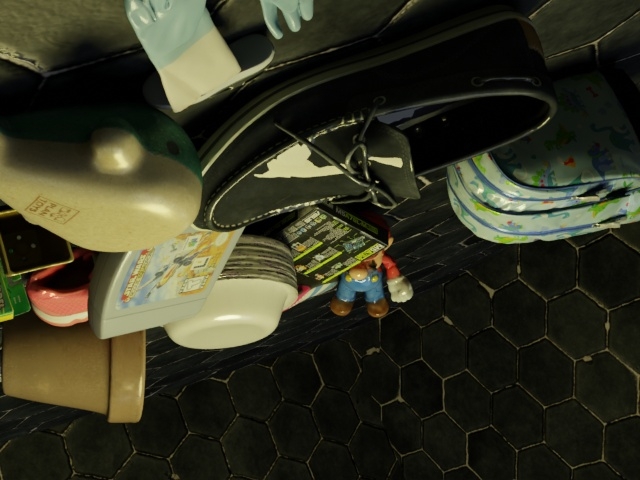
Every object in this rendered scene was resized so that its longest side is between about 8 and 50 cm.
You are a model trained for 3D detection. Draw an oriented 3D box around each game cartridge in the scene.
[{"bbox_3d":[-0.216,0.022,1.166,0.198,0.062,0.297,-15,145,-46],"label":"game cartridge"}]

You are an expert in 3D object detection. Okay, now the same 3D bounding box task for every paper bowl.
[{"bbox_3d":[-0.182,0.105,1.512,0.284,0.148,0.284,-7,158,-3],"label":"paper bowl"}]

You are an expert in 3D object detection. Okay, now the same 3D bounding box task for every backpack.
[{"bbox_3d":[0.386,-0.137,1.398,0.356,0.290,0.273,-17,160,6],"label":"backpack"}]

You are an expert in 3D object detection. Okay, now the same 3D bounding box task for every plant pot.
[{"bbox_3d":[-0.374,0.003,1.058,0.082,0.081,0.083,-15,178,-30],"label":"plant pot"},{"bbox_3d":[-0.427,0.188,1.432,0.229,0.263,0.263,1,160,-18],"label":"plant pot"}]

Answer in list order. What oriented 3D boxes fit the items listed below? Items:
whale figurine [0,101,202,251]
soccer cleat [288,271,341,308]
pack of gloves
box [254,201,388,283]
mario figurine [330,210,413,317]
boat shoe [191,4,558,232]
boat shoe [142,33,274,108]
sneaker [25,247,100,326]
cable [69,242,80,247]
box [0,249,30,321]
[{"bbox_3d":[-0.250,-0.087,0.837,0.272,0.141,0.216,18,150,-34],"label":"whale figurine"},{"bbox_3d":[-0.075,0.108,1.916,0.331,0.116,0.143,-17,166,-23],"label":"soccer cleat"},{"bbox_3d":[-0.079,-0.224,0.725,0.195,0.046,0.232,-36,168,-7],"label":"pack of gloves"},{"bbox_3d":[0.000,0.000,1.569,0.184,0.045,0.191,25,139,-33],"label":"box"},{"bbox_3d":[0.079,0.076,1.761,0.198,0.170,0.320,-28,147,-16],"label":"mario figurine"},{"bbox_3d":[0.059,-0.122,1.018,0.500,0.156,0.186,-24,153,-1],"label":"boat shoe"},{"bbox_3d":[-0.112,-0.168,0.853,0.142,0.049,0.040,-23,168,-6],"label":"boat shoe"},{"bbox_3d":[-0.300,0.045,1.274,0.314,0.115,0.136,-21,165,-10],"label":"sneaker"},{"bbox_3d":[-0.275,-0.035,1.132,0.185,0.047,0.150,-24,167,10],"label":"cable"},{"bbox_3d":[-0.482,0.070,1.082,0.179,0.105,0.043,-17,167,-27],"label":"box"}]
